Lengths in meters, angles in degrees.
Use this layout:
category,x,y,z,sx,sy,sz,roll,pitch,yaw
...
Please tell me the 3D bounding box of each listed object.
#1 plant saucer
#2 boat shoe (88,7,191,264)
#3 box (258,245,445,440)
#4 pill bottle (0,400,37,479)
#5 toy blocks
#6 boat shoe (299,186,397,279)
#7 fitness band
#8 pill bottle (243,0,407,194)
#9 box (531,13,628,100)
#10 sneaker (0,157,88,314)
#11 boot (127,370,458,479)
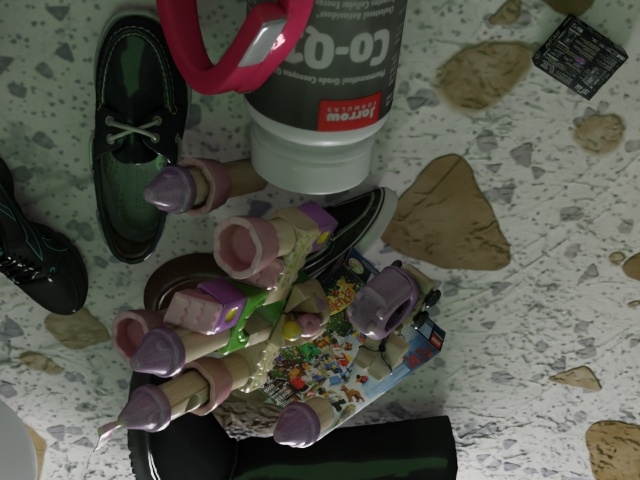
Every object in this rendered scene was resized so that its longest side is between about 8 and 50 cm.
category,x,y,z,sx,sy,sz,roll,pitch,yaw
plant saucer,-0.151,0.091,1.329,0.168,0.029,0.168,-1,127,-1
boat shoe,-0.205,-0.109,1.138,0.114,0.091,0.303,1,127,-1
box,0.017,0.134,1.243,0.159,0.044,0.233,42,123,-9
pill bottle,-0.596,0.361,1.417,0.361,0.204,0.204,-26,123,18
toy blocks,-0.099,0.095,1.091,0.309,0.260,0.289,37,117,22
boat shoe,0.000,0.000,1.231,0.070,0.078,0.219,36,120,-26
fitness band,-0.087,-0.258,0.936,0.054,0.209,0.291,-14,169,-28
pill bottle,0.002,-0.199,1.030,0.161,0.161,0.283,3,127,-3
box,0.289,-0.203,1.119,0.083,0.018,0.067,27,122,-19
sneaker,-0.381,0.009,1.219,0.101,0.106,0.267,-23,125,14
boot,-0.028,0.293,1.406,0.445,0.146,0.367,1,133,2
